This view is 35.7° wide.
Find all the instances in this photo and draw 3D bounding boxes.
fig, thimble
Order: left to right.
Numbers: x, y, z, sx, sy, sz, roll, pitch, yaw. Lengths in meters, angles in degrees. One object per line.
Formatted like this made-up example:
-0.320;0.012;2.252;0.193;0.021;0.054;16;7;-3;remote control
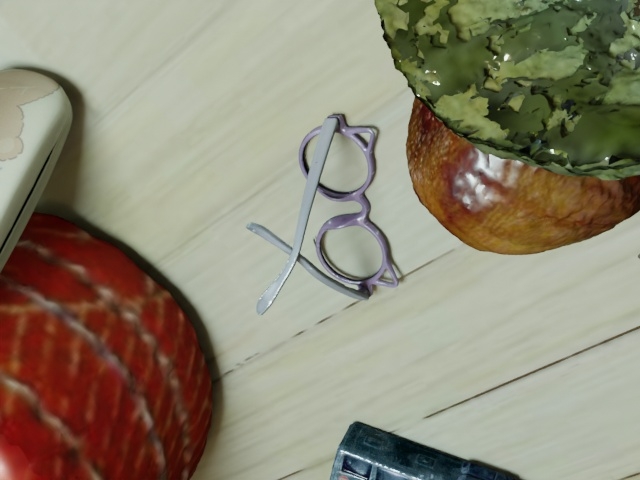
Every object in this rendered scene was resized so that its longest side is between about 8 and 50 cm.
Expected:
-0.275;0.156;0.793;0.350;0.231;0.350;11;124;17;thimble
0.144;-0.038;0.542;0.201;0.146;0.133;32;137;-17;fig

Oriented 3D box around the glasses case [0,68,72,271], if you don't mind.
-0.236;-0.031;0.673;0.081;0.204;0.051;14;154;9;glasses case

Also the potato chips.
0.121;-0.122;0.456;0.201;0.220;0.029;-10;152;16;potato chips

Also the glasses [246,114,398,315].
0.000;0.000;0.643;0.062;0.104;0.140;4;120;24;glasses

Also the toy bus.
0.090;0.197;0.773;0.165;0.047;0.065;17;123;14;toy bus
